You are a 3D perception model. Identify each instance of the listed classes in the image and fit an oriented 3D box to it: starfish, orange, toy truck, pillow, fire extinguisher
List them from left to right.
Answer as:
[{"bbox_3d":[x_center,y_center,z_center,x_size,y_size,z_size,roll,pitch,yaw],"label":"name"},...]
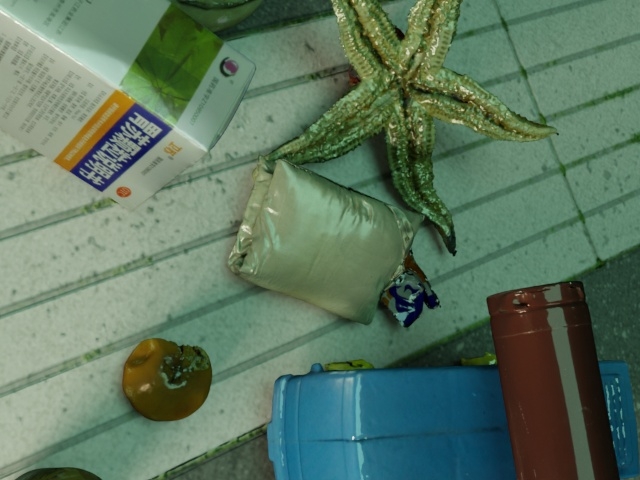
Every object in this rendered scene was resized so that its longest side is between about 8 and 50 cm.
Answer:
[{"bbox_3d":[-0.142,0.131,0.944,0.086,0.062,0.086,5,78,-27],"label":"orange"},{"bbox_3d":[0.000,0.000,1.038,0.181,0.078,0.134,23,89,-23],"label":"pillow"},{"bbox_3d":[0.107,-0.175,1.090,0.347,0.078,0.358,25,99,-19],"label":"starfish"},{"bbox_3d":[0.141,0.191,1.030,0.385,0.162,0.161,3,78,-29],"label":"toy truck"},{"bbox_3d":[0.227,0.176,0.930,0.104,0.105,0.269,-4,80,-30],"label":"fire extinguisher"}]

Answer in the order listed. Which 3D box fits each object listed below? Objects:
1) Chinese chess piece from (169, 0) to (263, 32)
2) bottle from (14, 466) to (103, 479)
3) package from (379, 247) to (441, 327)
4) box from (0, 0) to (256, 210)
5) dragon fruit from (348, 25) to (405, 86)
[{"bbox_3d":[-0.134,-0.309,1.044,0.188,0.083,0.188,6,77,-26],"label":"Chinese chess piece"},{"bbox_3d":[-0.190,0.217,0.774,0.083,0.269,0.083,7,76,-28],"label":"bottle"},{"bbox_3d":[0.085,0.040,1.112,0.077,0.033,0.111,-29,72,-15],"label":"package"},{"bbox_3d":[-0.235,-0.168,0.883,0.299,0.200,0.106,33,63,-19],"label":"box"},{"bbox_3d":[0.071,-0.200,1.148,0.056,0.060,0.083,34,94,-24],"label":"dragon fruit"}]
